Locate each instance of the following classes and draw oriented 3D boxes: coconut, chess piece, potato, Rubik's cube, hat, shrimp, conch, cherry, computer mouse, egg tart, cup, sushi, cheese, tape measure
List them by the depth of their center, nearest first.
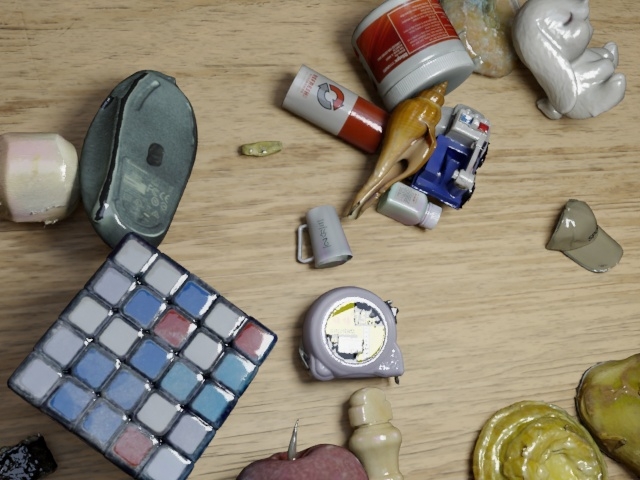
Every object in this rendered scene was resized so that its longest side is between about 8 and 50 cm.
[{"bbox_3d":[-0.505,0.372,1.169,0.150,0.090,0.078,-28,86,-22],"label":"sushi"},{"bbox_3d":[-0.278,0.208,1.172,0.293,0.292,0.287,35,68,0],"label":"Rubik's cube"},{"bbox_3d":[-0.031,0.441,1.206,0.236,0.213,0.285,-3,85,0],"label":"cherry"},{"bbox_3d":[-0.511,-0.106,1.275,0.183,0.171,0.171,-10,76,-20],"label":"coconut"},{"bbox_3d":[0.117,0.459,1.297,0.117,0.117,0.397,-7,73,-16],"label":"chess piece"},{"bbox_3d":[-0.332,-0.138,1.320,0.203,0.114,0.374,35,50,-36],"label":"computer mouse"},{"bbox_3d":[0.058,0.176,1.373,0.196,0.105,0.178,6,80,-12],"label":"tape measure"},{"bbox_3d":[0.428,0.443,1.380,0.290,0.115,0.290,3,74,-12],"label":"egg tart"},{"bbox_3d":[0.000,0.000,1.431,0.104,0.074,0.116,-20,74,10],"label":"cup"},{"bbox_3d":[0.678,0.344,1.433,0.299,0.196,0.246,38,67,1],"label":"potato"},{"bbox_3d":[0.158,-0.175,1.443,0.109,0.093,0.330,33,97,3],"label":"conch"},{"bbox_3d":[-0.116,-0.183,1.463,0.083,0.044,0.030,-8,92,-19],"label":"cheese"},{"bbox_3d":[0.585,-0.017,1.573,0.175,0.085,0.147,33,67,-2],"label":"hat"},{"bbox_3d":[0.361,-0.583,1.682,0.221,0.110,0.446,-9,79,-23],"label":"shrimp"}]

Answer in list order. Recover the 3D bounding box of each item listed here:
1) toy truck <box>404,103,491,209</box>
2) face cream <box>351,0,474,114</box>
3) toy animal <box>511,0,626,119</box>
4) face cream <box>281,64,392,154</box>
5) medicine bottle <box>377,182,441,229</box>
[{"bbox_3d":[0.273,-0.181,1.493,0.161,0.177,0.213,25,70,-5],"label":"toy truck"},{"bbox_3d":[0.188,-0.387,1.519,0.201,0.201,0.187,-25,82,-20],"label":"face cream"},{"bbox_3d":[0.519,-0.408,1.589,0.265,0.206,0.272,45,37,-23],"label":"toy animal"},{"bbox_3d":[0.035,-0.267,1.499,0.214,0.096,0.096,28,69,-6],"label":"face cream"},{"bbox_3d":[0.183,-0.068,1.488,0.118,0.074,0.055,24,67,-5],"label":"medicine bottle"}]
